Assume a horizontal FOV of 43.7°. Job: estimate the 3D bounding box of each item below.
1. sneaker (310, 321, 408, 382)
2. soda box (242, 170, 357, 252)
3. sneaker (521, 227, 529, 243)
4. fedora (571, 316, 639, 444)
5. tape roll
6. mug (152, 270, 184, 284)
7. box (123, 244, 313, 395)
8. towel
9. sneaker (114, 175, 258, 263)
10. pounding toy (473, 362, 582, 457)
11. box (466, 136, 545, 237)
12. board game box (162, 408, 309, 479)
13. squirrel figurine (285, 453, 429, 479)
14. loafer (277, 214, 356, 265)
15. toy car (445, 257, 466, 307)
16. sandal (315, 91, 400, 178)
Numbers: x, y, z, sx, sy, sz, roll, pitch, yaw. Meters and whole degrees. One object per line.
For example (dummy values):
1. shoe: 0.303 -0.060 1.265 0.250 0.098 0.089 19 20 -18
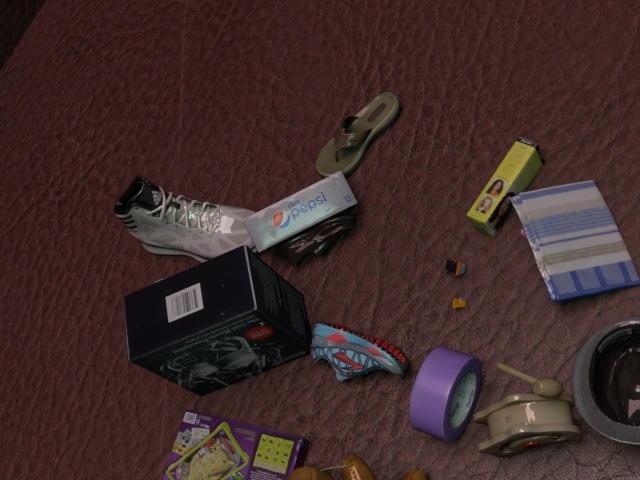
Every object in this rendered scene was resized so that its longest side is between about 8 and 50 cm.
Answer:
1. sneaker: 0.089 0.281 1.880 0.262 0.104 0.125 17 91 36
2. soda box: -0.053 -0.074 2.065 0.286 0.091 0.098 -27 89 -1
3. sneaker: 0.497 0.009 1.814 0.119 0.057 0.047 60 136 39
4. fedora: 0.626 0.291 1.572 0.244 0.124 0.275 -6 55 21
5. tape roll: 0.267 0.325 1.695 0.080 0.189 0.189 16 74 32
6. mug: -0.391 0.172 2.155 0.158 0.097 0.129 -26 56 12
7. box: -0.240 0.204 1.933 0.343 0.312 0.179 -23 58 15
8. towel: 0.563 -0.003 1.777 0.209 0.034 0.285 -12 60 -4
9. sneaker: -0.373 -0.055 2.163 0.448 0.257 0.169 1 66 27
10. pounding toy: 0.421 0.331 1.603 0.269 0.154 0.154 130 143 -53
11. box: 0.443 -0.126 1.900 0.058 0.087 0.232 29 82 36
12. board game box: -0.210 0.540 1.912 0.347 0.056 0.208 6 64 29
13. squirrel figurine: 0.048 0.616 1.545 0.281 0.370 0.397 -15 60 19
14. loafer: 0.000 0.000 2.072 0.220 0.080 0.078 -26 89 12
15. toy car: 0.322 0.101 1.886 0.041 0.060 0.122 4 81 -19
16. sandal: 0.089 -0.295 2.159 0.120 0.086 0.303 37 85 35
